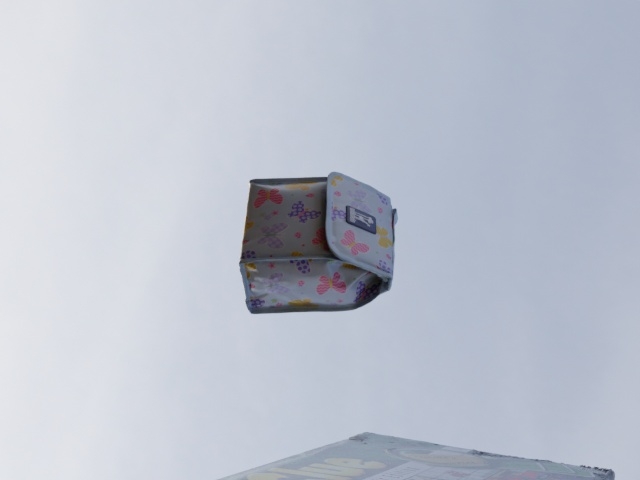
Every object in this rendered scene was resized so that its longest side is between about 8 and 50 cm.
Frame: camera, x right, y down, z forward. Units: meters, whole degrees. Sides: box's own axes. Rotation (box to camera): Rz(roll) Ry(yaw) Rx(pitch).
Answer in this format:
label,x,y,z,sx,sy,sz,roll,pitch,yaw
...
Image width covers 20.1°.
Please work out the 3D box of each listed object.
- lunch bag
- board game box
label,x,y,z,sx,sy,sz,roll,pitch,yaw
lunch bag,0.000,0.000,0.998,0.083,0.053,0.071,0,-136,6
board game box,0.037,0.118,0.784,0.136,0.259,0.030,4,-88,19
